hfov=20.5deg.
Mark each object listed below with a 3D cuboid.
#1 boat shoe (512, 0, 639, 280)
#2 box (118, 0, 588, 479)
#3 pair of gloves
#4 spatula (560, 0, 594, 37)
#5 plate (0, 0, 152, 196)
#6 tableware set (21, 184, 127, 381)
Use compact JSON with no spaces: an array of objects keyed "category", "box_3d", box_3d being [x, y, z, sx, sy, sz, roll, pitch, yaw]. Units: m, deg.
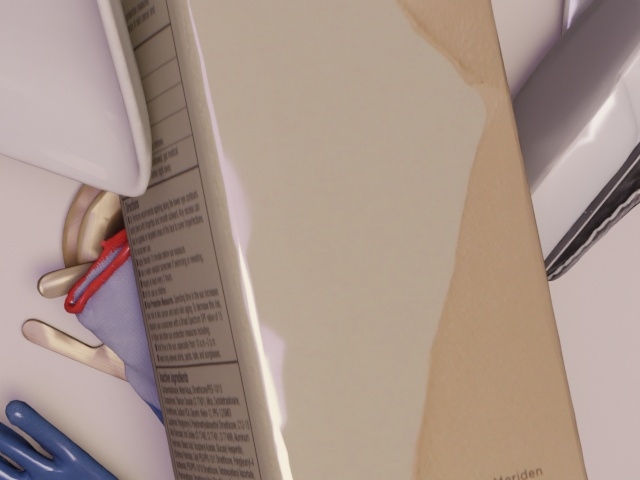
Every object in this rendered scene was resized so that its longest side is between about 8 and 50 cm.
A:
[{"category":"boat shoe","box_3d":[0.173,-0.082,0.737,0.102,0.108,0.301,39,88,-13]},{"category":"box","box_3d":[0.000,0.000,0.678,0.121,0.148,0.311,-11,90,-20]},{"category":"pair of gloves","box_3d":[-0.079,0.094,0.779,0.159,0.023,0.198,40,107,-18]},{"category":"spatula","box_3d":[0.063,-0.142,0.774,0.168,0.019,0.242,4,91,-8]},{"category":"plate","box_3d":[-0.181,-0.165,0.624,0.277,0.045,0.278,19,138,27]},{"category":"tableware set","box_3d":[-0.021,0.025,0.784,0.194,0.039,0.128,24,95,-8]}]
